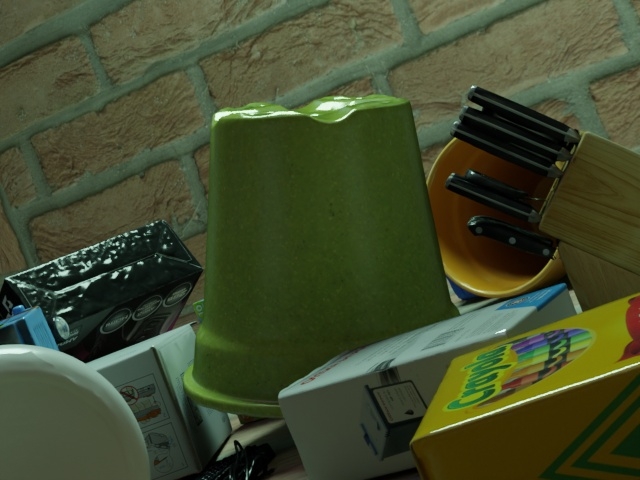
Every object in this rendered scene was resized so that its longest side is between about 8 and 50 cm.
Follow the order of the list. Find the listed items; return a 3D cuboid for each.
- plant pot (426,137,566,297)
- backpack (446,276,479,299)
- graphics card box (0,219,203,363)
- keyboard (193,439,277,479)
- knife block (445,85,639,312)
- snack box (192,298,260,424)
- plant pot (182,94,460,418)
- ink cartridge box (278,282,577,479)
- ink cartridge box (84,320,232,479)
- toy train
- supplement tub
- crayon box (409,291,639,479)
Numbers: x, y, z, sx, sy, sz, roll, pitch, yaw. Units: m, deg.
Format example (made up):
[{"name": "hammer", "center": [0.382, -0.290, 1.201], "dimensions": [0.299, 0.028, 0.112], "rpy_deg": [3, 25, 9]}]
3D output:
[{"name": "plant pot", "center": [0.260, -0.035, 1.587], "dimensions": [0.205, 0.205, 0.188], "rpy_deg": [-19, -13, 40]}, {"name": "backpack", "center": [0.204, 0.025, 1.704], "dimensions": [0.101, 0.098, 0.120], "rpy_deg": [-25, 12, 40]}, {"name": "graphics card box", "center": [-0.307, 0.148, 1.605], "dimensions": [0.233, 0.094, 0.371], "rpy_deg": [-22, -27, -41]}, {"name": "keyboard", "center": [-0.090, 0.194, 1.087], "dimensions": [0.100, 0.038, 0.192], "rpy_deg": [-20, 3, 17]}, {"name": "knife block", "center": [0.256, -0.053, 1.150], "dimensions": [0.276, 0.242, 0.088], "rpy_deg": [-21, 3, 10]}, {"name": "snack box", "center": [-0.065, 0.115, 1.388], "dimensions": [0.100, 0.141, 0.037], "rpy_deg": [-20, 3, 35]}, {"name": "plant pot", "center": [0.000, 0.000, 1.197], "dimensions": [0.276, 0.253, 0.276], "rpy_deg": [-5, 9, 1]}, {"name": "ink cartridge box", "center": [0.087, 0.106, 0.958], "dimensions": [0.191, 0.082, 0.140], "rpy_deg": [-21, 1, 30]}, {"name": "ink cartridge box", "center": [-0.259, 0.200, 1.325], "dimensions": [0.310, 0.130, 0.272], "rpy_deg": [-21, 1, 5]}, {"name": "toy train", "center": [-0.341, 0.122, 1.308], "dimensions": [0.184, 0.080, 0.105], "rpy_deg": [-20, 6, 8]}, {"name": "supplement tub", "center": [-0.257, 0.181, 0.973], "dimensions": [0.191, 0.191, 0.272], "rpy_deg": [-23, 3, -30]}, {"name": "crayon box", "center": [0.173, 0.085, 0.711], "dimensions": [0.319, 0.081, 0.202], "rpy_deg": [-21, 3, 12]}]
